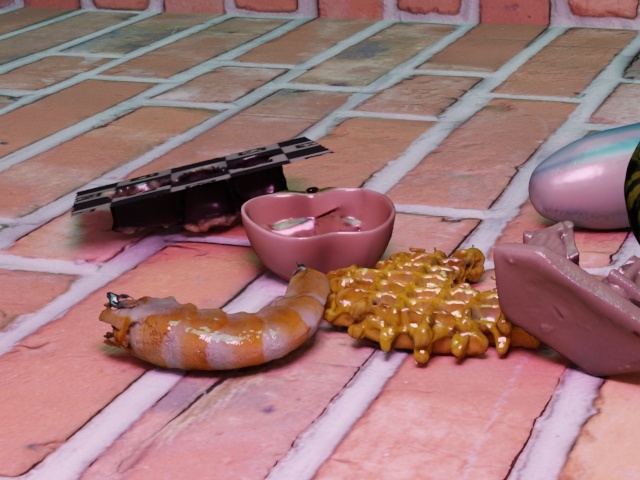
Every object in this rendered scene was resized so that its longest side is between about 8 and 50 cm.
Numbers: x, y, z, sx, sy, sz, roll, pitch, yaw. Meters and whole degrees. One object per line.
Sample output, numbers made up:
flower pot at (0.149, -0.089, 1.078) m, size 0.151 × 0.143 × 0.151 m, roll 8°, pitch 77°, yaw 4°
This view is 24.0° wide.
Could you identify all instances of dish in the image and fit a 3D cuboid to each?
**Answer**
dish at (0.000, 0.000, 2.012) m, size 0.213 × 0.090 × 0.213 m, roll -1°, pitch 21°, yaw 0°

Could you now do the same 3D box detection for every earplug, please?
earplug at (0.455, -0.097, 2.156) m, size 0.324 × 0.185 × 0.185 m, roll -10°, pitch 19°, yaw -9°

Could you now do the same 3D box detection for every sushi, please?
sushi at (-0.169, -0.051, 2.200) m, size 0.373 × 0.100 × 0.296 m, roll -14°, pitch 10°, yaw -6°

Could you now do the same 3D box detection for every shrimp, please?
shrimp at (-0.094, 0.086, 1.753) m, size 0.287 × 0.068 × 0.185 m, roll -20°, pitch 33°, yaw -28°

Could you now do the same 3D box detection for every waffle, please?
waffle at (0.131, 0.069, 1.825) m, size 0.260 × 0.069 × 0.293 m, roll -8°, pitch 18°, yaw -22°

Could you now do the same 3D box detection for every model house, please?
model house at (0.316, 0.058, 1.695) m, size 0.229 × 0.122 × 0.188 m, roll 33°, pitch 36°, yaw 18°

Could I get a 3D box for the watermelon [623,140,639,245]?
watermelon at (0.525, -0.059, 1.848) m, size 0.285 × 0.285 × 0.285 m, roll -1°, pitch 18°, yaw 0°
